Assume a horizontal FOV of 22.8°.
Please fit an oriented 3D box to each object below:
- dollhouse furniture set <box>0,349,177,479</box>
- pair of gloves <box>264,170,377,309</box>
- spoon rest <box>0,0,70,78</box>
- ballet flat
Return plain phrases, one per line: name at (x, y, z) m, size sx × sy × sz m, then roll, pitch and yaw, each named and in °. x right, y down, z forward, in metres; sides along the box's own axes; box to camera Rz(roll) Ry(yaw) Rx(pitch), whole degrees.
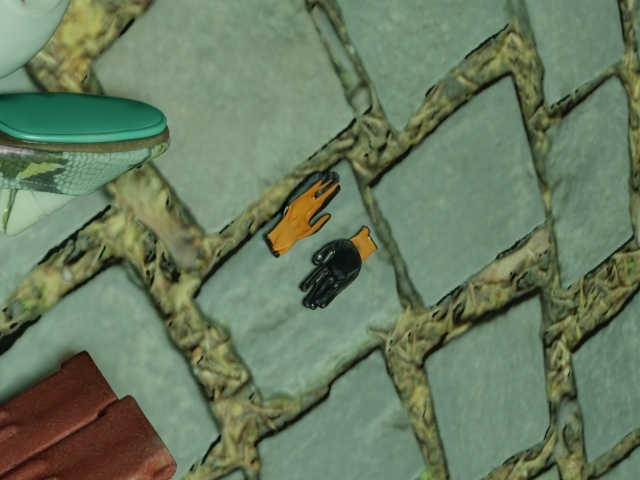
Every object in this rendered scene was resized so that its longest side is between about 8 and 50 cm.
dollhouse furniture set at (-0.218, 0.245, 0.821) m, size 0.374 × 0.152 × 0.201 m, roll -29°, pitch 116°, yaw -16°
pair of gloves at (0.000, 0.000, 1.040) m, size 0.074 × 0.010 × 0.083 m, roll -48°, pitch 126°, yaw -28°
spoon rest at (-0.182, -0.217, 0.808) m, size 0.137 × 0.084 × 0.276 m, roll -34°, pitch 128°, yaw -56°
ballet flat at (-0.186, -0.041, 0.840) m, size 0.222 × 0.077 × 0.079 m, roll 0°, pitch 114°, yaw -36°
